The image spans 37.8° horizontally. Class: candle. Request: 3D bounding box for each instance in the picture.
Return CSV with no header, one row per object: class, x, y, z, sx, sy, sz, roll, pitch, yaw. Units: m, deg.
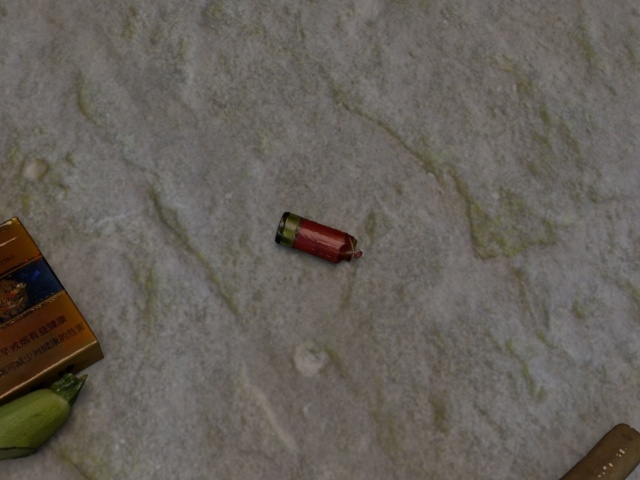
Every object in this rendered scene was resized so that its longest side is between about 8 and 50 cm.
candle,0.000,0.000,1.384,0.131,0.052,0.052,18,61,5

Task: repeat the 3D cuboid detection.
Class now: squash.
squash,-0.381,0.238,1.201,0.200,0.090,0.075,-27,58,-25

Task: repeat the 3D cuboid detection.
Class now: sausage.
sausage,0.313,0.342,1.210,0.301,0.065,0.066,-34,68,-19

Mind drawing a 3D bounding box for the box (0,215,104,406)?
box,-0.424,0.098,1.284,0.152,0.070,0.237,-32,66,-20
